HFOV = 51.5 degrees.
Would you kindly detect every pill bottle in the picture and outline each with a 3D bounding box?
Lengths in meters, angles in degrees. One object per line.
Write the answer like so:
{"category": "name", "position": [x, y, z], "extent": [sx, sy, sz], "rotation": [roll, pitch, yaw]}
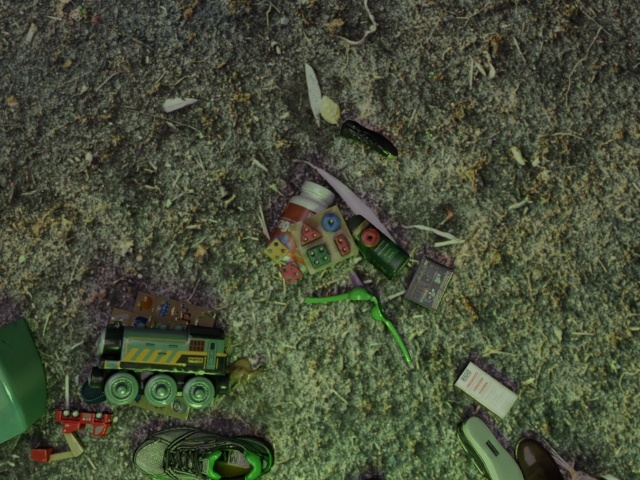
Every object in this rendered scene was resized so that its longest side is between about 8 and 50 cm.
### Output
{"category": "pill bottle", "position": [-0.047, -0.038, 1.707], "extent": [0.121, 0.121, 0.216], "rotation": [24, 82, 9]}

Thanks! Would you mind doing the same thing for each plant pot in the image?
{"category": "plant pot", "position": [-0.826, 0.375, 1.644], "extent": [0.247, 0.247, 0.252], "rotation": [-28, 96, -1]}

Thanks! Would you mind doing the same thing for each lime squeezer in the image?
{"category": "lime squeezer", "position": [0.116, 0.186, 1.685], "extent": [0.310, 0.059, 0.110], "rotation": [30, 83, 9]}

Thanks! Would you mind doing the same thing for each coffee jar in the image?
{"category": "coffee jar", "position": [0.137, 0.015, 1.695], "extent": [0.184, 0.096, 0.079], "rotation": [40, 82, 10]}

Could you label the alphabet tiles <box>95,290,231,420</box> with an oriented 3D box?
{"category": "alphabet tiles", "position": [-0.408, 0.293, 1.712], "extent": [0.342, 0.011, 0.285], "rotation": [12, 81, 14]}

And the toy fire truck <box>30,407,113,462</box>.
{"category": "toy fire truck", "position": [-0.630, 0.499, 1.693], "extent": [0.192, 0.047, 0.135], "rotation": [3, 80, 4]}

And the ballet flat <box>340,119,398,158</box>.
{"category": "ballet flat", "position": [0.132, -0.266, 1.781], "extent": [0.173, 0.049, 0.057], "rotation": [32, 39, 9]}

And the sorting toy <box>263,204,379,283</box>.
{"category": "sorting toy", "position": [0.000, 0.000, 1.619], "extent": [0.274, 0.046, 0.132], "rotation": [-24, 84, -5]}

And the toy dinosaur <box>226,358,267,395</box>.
{"category": "toy dinosaur", "position": [-0.216, 0.346, 1.694], "extent": [0.183, 0.053, 0.093], "rotation": [2, 68, 20]}

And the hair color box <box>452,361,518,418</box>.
{"category": "hair color box", "position": [0.405, 0.368, 1.633], "extent": [0.141, 0.043, 0.072], "rotation": [36, 84, 9]}

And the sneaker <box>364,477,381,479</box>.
{"category": "sneaker", "position": [0.047, 0.665, 1.577], "extent": [0.267, 0.106, 0.101], "rotation": [-42, 80, -2]}

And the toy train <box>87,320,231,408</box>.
{"category": "toy train", "position": [-0.376, 0.293, 1.588], "extent": [0.333, 0.142, 0.190], "rotation": [6, 86, -14]}

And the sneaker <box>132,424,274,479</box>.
{"category": "sneaker", "position": [-0.291, 0.521, 1.611], "extent": [0.343, 0.146, 0.134], "rotation": [-2, 79, 5]}

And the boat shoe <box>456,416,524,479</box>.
{"category": "boat shoe", "position": [0.407, 0.527, 1.591], "extent": [0.077, 0.070, 0.219], "rotation": [-20, 70, -34]}

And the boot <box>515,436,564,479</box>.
{"category": "boot", "position": [0.535, 0.571, 1.500], "extent": [0.090, 0.207, 0.248], "rotation": [-24, 78, 0]}

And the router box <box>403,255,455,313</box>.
{"category": "router box", "position": [0.277, 0.112, 1.694], "extent": [0.092, 0.038, 0.122], "rotation": [25, 83, 9]}

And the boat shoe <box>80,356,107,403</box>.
{"category": "boat shoe", "position": [-0.511, 0.312, 1.676], "extent": [0.258, 0.089, 0.109], "rotation": [-43, 74, 0]}
